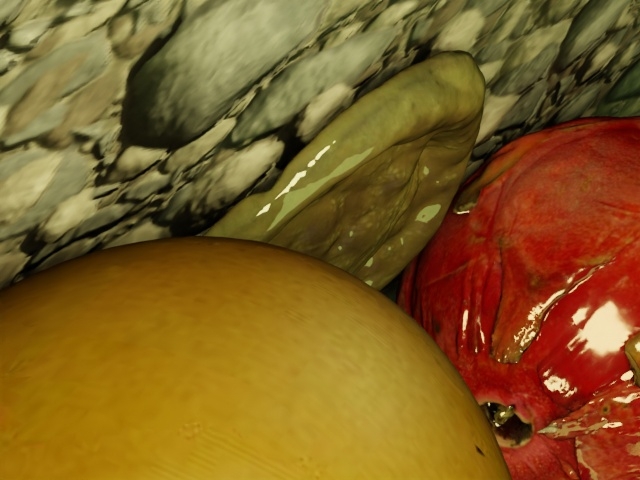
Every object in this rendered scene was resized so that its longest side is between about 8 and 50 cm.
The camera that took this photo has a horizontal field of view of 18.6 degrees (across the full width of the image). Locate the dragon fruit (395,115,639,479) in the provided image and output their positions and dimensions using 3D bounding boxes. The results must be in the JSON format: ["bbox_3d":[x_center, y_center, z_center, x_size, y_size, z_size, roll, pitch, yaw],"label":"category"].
[{"bbox_3d":[0.159,0.043,1.102,0.252,0.241,0.241,-15,154,-28],"label":"dragon fruit"}]

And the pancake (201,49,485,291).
[{"bbox_3d":[0.001,0.001,0.929,0.222,0.042,0.236,-24,158,-42],"label":"pancake"}]

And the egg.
[{"bbox_3d":[-0.068,0.169,0.728,0.282,0.282,0.351,49,58,-75],"label":"egg"}]
